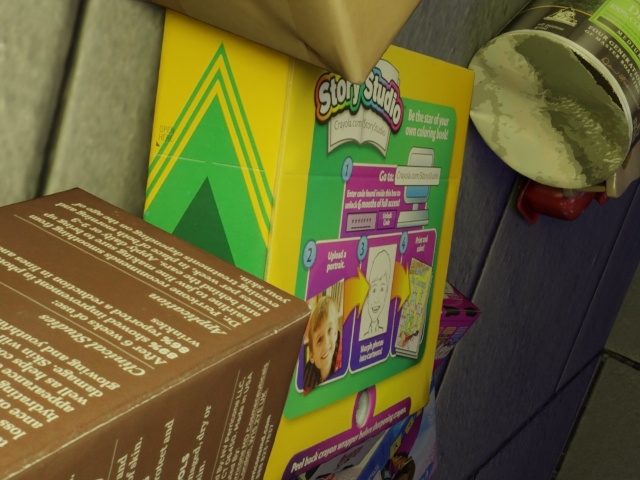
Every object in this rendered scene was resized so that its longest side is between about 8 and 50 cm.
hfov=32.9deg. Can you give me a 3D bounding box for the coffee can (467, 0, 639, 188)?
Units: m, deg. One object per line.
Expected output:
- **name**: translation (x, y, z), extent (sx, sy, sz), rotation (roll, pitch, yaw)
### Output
- **coffee can**: translation (0.322, -0.218, 1.250), extent (0.275, 0.201, 0.202), rotation (-46, 151, -32)

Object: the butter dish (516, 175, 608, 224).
- **butter dish**: translation (0.377, -0.089, 1.618), extent (0.160, 0.118, 0.160), rotation (-65, 157, -1)

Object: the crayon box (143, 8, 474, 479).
- **crayon box**: translation (0.000, 0.000, 0.842), extent (0.363, 0.106, 0.313), rotation (-5, 103, -65)

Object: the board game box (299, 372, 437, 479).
- **board game box**: translation (0.048, 0.343, 1.418), extent (0.319, 0.065, 0.318), rotation (-53, 154, -26)

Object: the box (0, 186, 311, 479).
- **box**: translation (-0.186, 0.099, 0.518), extent (0.381, 0.191, 0.143), rotation (-21, 131, -58)

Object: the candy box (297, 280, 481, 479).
- **candy box**: translation (0.058, 0.143, 1.165), extent (0.233, 0.071, 0.159), rotation (-53, 159, 11)

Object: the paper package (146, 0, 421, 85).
- **paper package**: translation (0.011, -0.303, 0.562), extent (0.325, 0.168, 0.309), rotation (-55, 154, -19)

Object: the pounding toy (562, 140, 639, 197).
- **pounding toy**: translation (0.399, -0.192, 1.453), extent (0.154, 0.154, 0.270), rotation (-8, 98, -51)
